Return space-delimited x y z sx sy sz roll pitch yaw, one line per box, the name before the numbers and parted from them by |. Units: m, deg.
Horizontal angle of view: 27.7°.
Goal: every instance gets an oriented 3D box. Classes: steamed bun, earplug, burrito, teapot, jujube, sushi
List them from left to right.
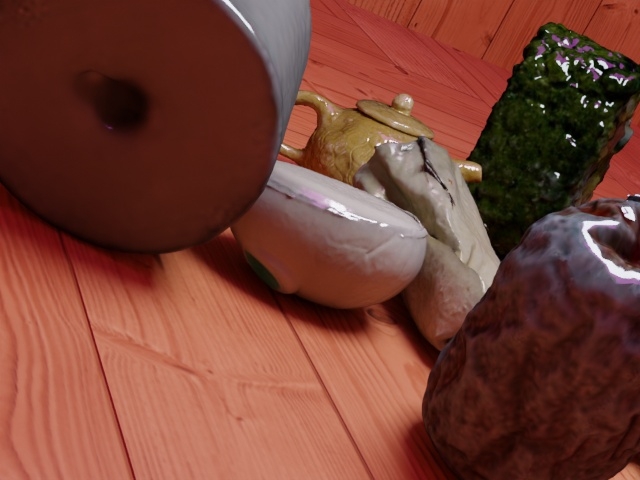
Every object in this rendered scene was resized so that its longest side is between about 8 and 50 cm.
earplug | -0.167 -0.208 1.394 0.312 0.313 0.394 26 28 -6
steamed bun | 0.000 0.000 1.442 0.228 0.131 0.177 20 12 -13
teapot | 0.075 -0.132 1.804 0.311 0.167 0.203 23 11 0
burrito | 0.152 0.034 1.558 0.190 0.135 0.332 49 15 -46
sushi | 0.344 -0.135 1.936 0.178 0.352 0.294 31 18 16
jujube | 0.231 0.109 1.216 0.226 0.317 0.226 20 33 -13
